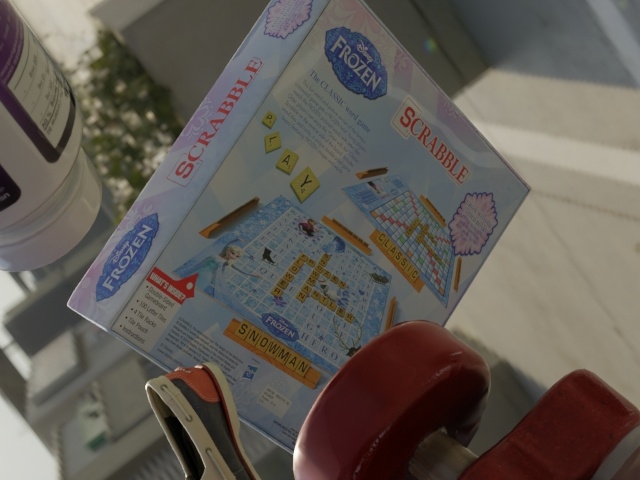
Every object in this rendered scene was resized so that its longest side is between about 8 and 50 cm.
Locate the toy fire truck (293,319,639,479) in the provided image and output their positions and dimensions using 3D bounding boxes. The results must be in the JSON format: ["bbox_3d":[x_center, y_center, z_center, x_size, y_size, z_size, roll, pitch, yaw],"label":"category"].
[{"bbox_3d":[0.058,0.200,0.654,0.169,0.302,0.254,36,170,30],"label":"toy fire truck"}]

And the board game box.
[{"bbox_3d":[0.000,0.000,1.145,0.066,0.318,0.319,25,168,45],"label":"board game box"}]

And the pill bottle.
[{"bbox_3d":[-0.183,-0.069,0.683,0.108,0.108,0.193,48,172,39],"label":"pill bottle"}]

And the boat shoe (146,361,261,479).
[{"bbox_3d":[-0.063,0.139,0.824,0.049,0.043,0.137,-29,78,53],"label":"boat shoe"}]
